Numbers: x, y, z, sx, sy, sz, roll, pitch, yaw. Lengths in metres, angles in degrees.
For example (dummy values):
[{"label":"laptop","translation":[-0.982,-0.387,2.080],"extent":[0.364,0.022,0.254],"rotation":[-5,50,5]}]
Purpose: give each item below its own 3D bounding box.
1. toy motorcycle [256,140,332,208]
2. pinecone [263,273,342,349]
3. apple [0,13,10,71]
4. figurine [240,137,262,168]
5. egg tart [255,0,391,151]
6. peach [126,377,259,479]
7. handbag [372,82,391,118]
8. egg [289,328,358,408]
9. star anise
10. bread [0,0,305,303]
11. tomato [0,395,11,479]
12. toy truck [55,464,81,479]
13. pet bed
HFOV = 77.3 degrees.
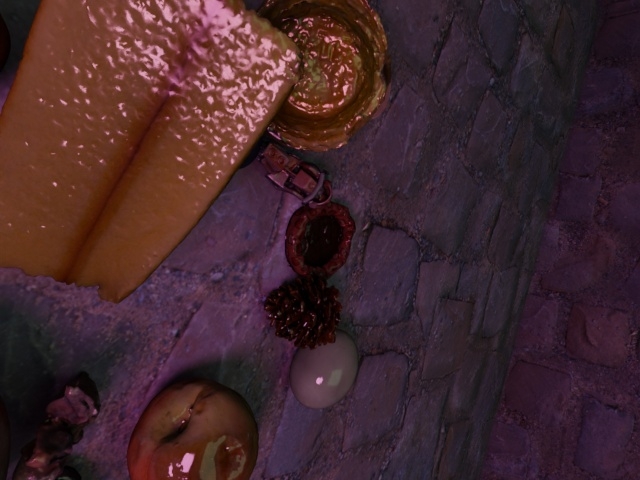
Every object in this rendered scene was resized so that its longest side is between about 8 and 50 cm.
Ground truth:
[{"label":"toy motorcycle","translation":[-0.049,-0.129,0.795],"extent":[0.213,0.118,0.084],"rotation":[37,86,-43]},{"label":"pinecone","translation":[-0.038,0.151,0.857],"extent":[0.174,0.174,0.173],"rotation":[-13,108,-44]},{"label":"apple","translation":[-0.407,-0.215,0.341],"extent":[0.201,0.219,0.218],"rotation":[-38,124,-38]},{"label":"figurine","translation":[-0.187,-0.205,0.629],"extent":[0.145,0.146,0.222],"rotation":[-54,130,-23]},{"label":"egg tart","translation":[-0.011,-0.298,0.699],"extent":[0.296,0.116,0.294],"rotation":[-1,111,-4]},{"label":"peach","translation":[-0.200,0.361,0.694],"extent":[0.214,0.215,0.235],"rotation":[-49,136,-26]},{"label":"handbag","translation":[0.049,-0.345,0.848],"extent":[0.205,0.117,0.179],"rotation":[30,78,-46]},{"label":"egg","translation":[0.010,0.294,0.931],"extent":[0.192,0.150,0.149],"rotation":[-57,133,-30]},{"label":"star anise","translation":[-0.349,0.267,0.529],"extent":[0.063,0.208,0.171],"rotation":[29,66,-18]},{"label":"bread","translation":[-0.219,-0.088,0.437],"extent":[0.234,0.245,0.361],"rotation":[31,83,-21]},{"label":"tomato","translation":[-0.466,0.237,0.352],"extent":[0.317,0.283,0.315],"rotation":[2,87,-40]},{"label":"toy truck","translation":[-0.393,0.458,0.578],"extent":[0.165,0.147,0.224],"rotation":[-34,122,-9]},{"label":"pet bed","translation":[0.000,0.000,0.925],"extent":[0.202,0.054,0.200],"rotation":[-11,108,-38]}]
